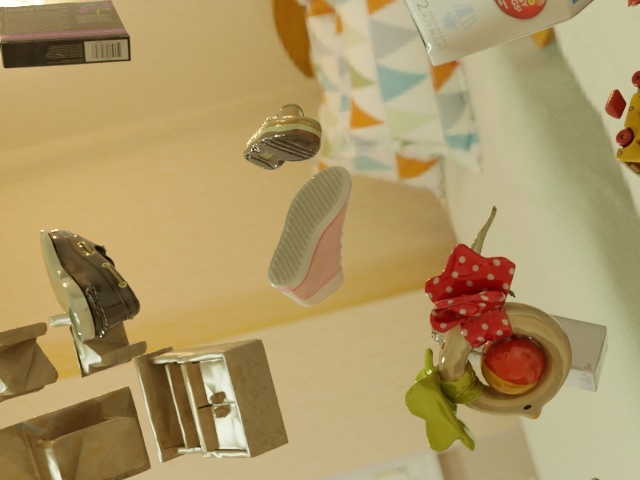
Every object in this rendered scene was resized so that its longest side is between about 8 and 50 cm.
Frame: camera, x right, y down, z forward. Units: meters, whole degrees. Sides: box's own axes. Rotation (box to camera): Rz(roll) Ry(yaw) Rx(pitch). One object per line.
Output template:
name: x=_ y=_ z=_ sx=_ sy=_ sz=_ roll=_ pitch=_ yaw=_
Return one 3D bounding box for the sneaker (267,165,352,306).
sneaker: x=0.000 y=0.000 z=1.033 sx=0.070 sy=0.051 sz=0.134 roll=48 pitch=-120 yaw=-48

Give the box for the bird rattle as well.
bird rattle: x=0.211 y=0.134 z=1.378 sx=0.143 sy=0.207 sz=0.253 roll=-101 pitch=25 yaw=-67

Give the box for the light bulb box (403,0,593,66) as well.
light bulb box: x=0.238 y=-0.473 z=1.433 sx=0.225 sy=0.361 sz=0.357 roll=-13 pitch=110 yaw=44

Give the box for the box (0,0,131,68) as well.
box: x=-0.249 y=-0.200 z=1.062 sx=0.162 sy=0.116 sz=0.029 roll=-122 pitch=29 yaw=-61

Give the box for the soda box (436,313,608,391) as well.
soda box: x=0.273 y=0.137 z=1.491 sx=0.069 sy=0.216 sz=0.073 roll=63 pitch=-137 yaw=-57

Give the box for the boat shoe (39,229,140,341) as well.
boat shoe: x=-0.256 y=0.041 z=1.204 sx=0.228 sy=0.069 sz=0.081 roll=-138 pitch=35 yaw=-57

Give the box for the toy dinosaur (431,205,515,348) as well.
toy dinosaur: x=0.242 y=0.086 z=1.754 sx=0.118 sy=0.064 sz=0.268 roll=55 pitch=130 yaw=52

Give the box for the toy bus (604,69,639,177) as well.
toy bus: x=0.536 y=-0.189 z=1.704 sx=0.104 sy=0.191 sz=0.202 roll=8 pitch=123 yaw=44

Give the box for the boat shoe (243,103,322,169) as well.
boat shoe: x=-0.044 y=-0.141 z=1.386 sx=0.190 sy=0.068 sz=0.072 roll=-6 pitch=59 yaw=64

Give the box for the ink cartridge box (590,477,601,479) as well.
ink cartridge box: x=0.241 y=0.463 z=1.321 sx=0.175 sy=0.371 sz=0.069 roll=51 pitch=179 yaw=-32

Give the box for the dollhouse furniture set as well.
dollhouse furniture set: x=-0.287 y=0.267 z=1.528 sx=0.256 sy=0.394 sz=0.362 roll=-14 pitch=91 yaw=50

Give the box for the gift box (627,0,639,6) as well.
gift box: x=0.632 y=-0.384 z=1.657 sx=0.255 sy=0.258 sz=0.276 roll=-22 pitch=82 yaw=43
